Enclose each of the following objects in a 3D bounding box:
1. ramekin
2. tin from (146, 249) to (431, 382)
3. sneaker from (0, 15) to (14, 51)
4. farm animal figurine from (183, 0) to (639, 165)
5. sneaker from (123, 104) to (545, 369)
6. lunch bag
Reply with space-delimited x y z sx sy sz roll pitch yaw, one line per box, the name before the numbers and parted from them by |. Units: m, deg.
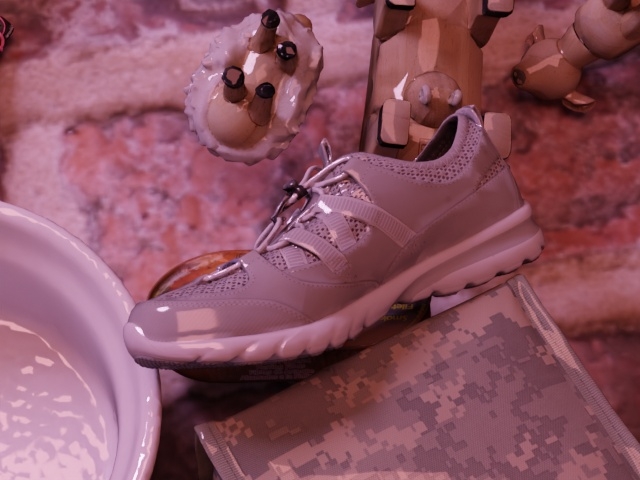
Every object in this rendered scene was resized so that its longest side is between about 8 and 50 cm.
ramekin | -0.235 0.123 0.941 0.277 0.135 0.277 2 64 -4
tin | -0.021 0.050 1.017 0.189 0.040 0.106 -1 33 7
sneaker | -0.249 -0.144 1.121 0.057 0.047 0.119 -10 67 -22
farm animal figurine | 0.103 -0.154 1.097 0.330 0.172 0.327 22 77 -3
sneaker | 0.000 0.000 0.927 0.281 0.105 0.115 -21 95 -30
lunch bag | 0.091 0.204 0.914 0.235 0.169 0.287 -25 64 -17
